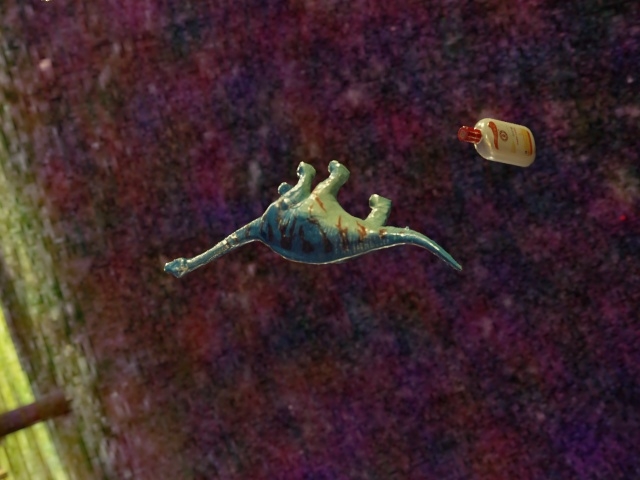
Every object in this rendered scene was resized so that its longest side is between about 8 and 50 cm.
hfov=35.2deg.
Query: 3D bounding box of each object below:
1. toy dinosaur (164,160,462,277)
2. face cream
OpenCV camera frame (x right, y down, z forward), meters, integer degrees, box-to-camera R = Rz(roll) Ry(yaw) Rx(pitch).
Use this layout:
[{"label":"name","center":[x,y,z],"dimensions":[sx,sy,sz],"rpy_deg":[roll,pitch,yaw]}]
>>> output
[{"label":"toy dinosaur","center":[-0.004,-0.023,1.078],"dimensions":[0.076,0.329,0.144],"rpy_deg":[68,-152,-48]},{"label":"face cream","center":[0.159,-0.090,0.908],"dimensions":[0.021,0.083,0.040],"rpy_deg":[-27,63,50]}]
